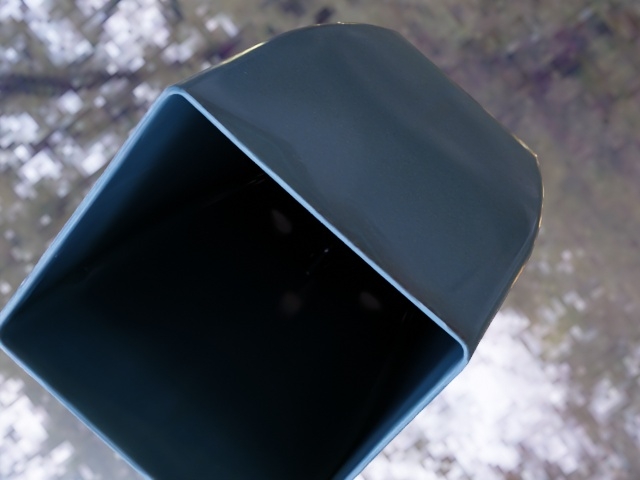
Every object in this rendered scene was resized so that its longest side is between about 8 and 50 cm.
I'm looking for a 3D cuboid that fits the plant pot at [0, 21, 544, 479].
[{"bbox_3d":[0.000,0.000,0.936,0.166,0.165,0.234,42,-148,2],"label":"plant pot"}]
